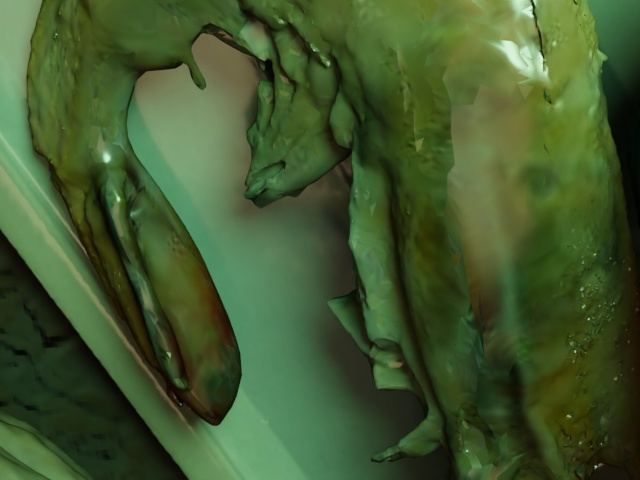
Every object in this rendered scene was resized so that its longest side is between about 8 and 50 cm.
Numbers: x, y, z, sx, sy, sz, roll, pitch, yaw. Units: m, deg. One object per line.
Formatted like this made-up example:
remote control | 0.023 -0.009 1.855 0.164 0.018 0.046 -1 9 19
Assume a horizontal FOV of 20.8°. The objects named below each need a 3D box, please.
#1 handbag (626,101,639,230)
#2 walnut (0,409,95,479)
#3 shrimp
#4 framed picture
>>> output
handbag | 0.242 0.021 0.396 0.326 0.238 0.089 -3 148 -3
walnut | -0.154 0.116 0.493 0.230 0.178 0.178 8 113 8
shrimp | 0.000 0.000 0.469 0.173 0.058 0.253 3 114 21
framed picture | 0.010 -0.032 0.505 0.213 0.016 0.289 -29 109 12
